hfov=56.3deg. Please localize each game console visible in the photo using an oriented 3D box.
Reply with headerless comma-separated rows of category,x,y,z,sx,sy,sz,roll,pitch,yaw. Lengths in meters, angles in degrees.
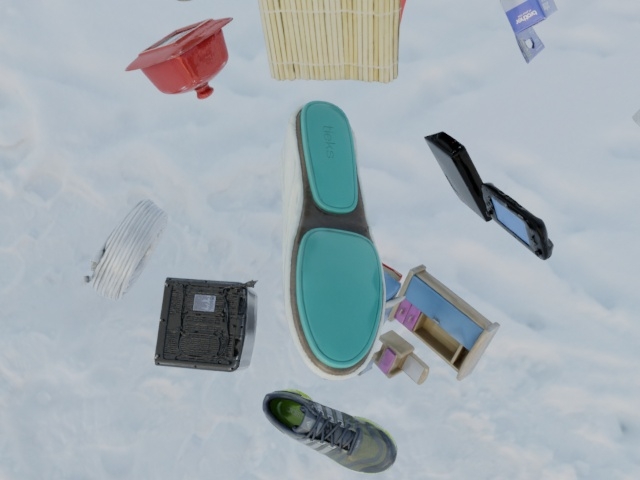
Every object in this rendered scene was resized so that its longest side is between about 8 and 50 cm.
game console,0.346,-0.091,1.231,0.044,0.213,0.361,-38,36,2

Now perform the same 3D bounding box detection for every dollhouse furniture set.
dollhouse furniture set,0.136,0.226,1.129,0.303,0.286,0.198,-17,47,-42

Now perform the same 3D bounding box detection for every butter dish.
butter dish,-0.227,-0.304,1.050,0.160,0.160,0.118,-51,128,-36

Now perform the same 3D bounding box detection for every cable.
cable,-0.454,0.021,1.435,0.089,0.257,0.257,30,74,-6

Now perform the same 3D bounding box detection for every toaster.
toaster,-0.204,0.157,1.123,0.186,0.110,0.168,3,79,8

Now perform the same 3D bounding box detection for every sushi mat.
sushi mat,0.004,-0.282,0.575,0.151,0.316,0.019,2,55,7

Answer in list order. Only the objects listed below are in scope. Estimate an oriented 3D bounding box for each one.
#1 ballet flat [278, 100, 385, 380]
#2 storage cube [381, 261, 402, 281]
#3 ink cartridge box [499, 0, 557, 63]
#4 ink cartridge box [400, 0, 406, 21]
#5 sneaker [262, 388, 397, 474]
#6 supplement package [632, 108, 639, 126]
ballet flat,0.000,0.000,0.800,0.139,0.139,0.400,4,61,-16
storage cube,0.074,0.156,1.586,0.215,0.193,0.183,29,42,11
ink cartridge box,0.322,-0.462,1.003,0.311,0.065,0.186,64,34,-11
ink cartridge box,0.189,-0.645,1.318,0.091,0.385,0.308,27,22,28
sneaker,0.006,0.380,1.189,0.300,0.121,0.111,15,78,22
supplement package,0.626,-0.155,0.823,0.199,0.198,0.262,34,21,-14
